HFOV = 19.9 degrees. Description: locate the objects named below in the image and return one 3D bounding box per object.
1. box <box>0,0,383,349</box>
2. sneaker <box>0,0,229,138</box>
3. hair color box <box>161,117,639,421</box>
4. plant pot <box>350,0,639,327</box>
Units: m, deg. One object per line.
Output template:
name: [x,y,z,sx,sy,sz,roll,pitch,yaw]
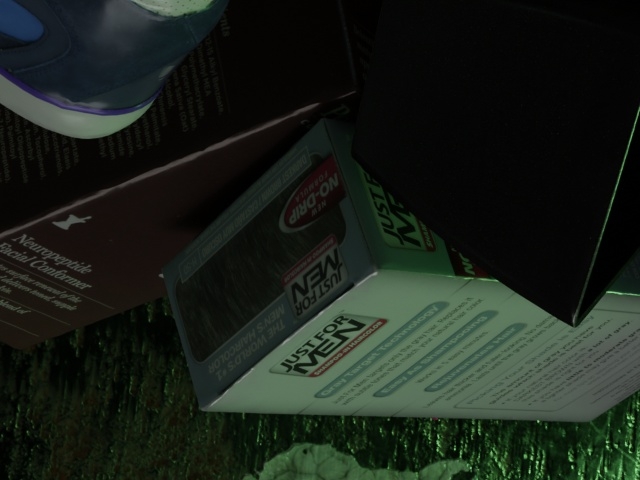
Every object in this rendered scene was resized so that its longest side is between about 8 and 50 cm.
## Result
box: [-0.112,-0.060,1.239,0.381,0.143,0.191,-22,155,21]
sneaker: [-0.185,-0.202,0.912,0.322,0.130,0.236,30,140,-6]
hair color box: [0.103,0.033,1.231,0.374,0.114,0.185,6,145,-41]
plant pot: [0.126,-0.093,1.053,0.167,0.188,0.187,24,-148,18]
